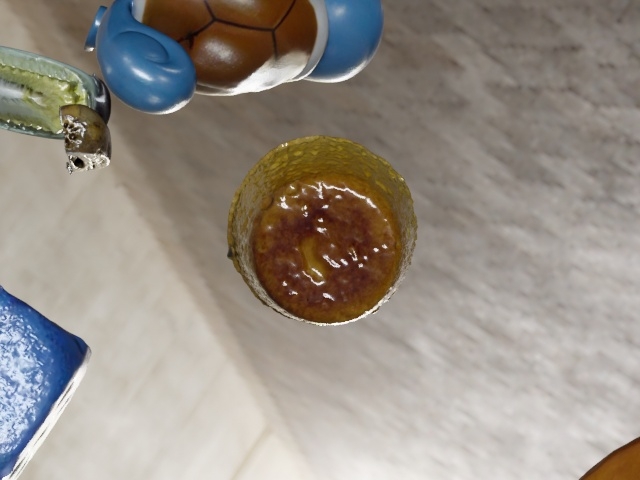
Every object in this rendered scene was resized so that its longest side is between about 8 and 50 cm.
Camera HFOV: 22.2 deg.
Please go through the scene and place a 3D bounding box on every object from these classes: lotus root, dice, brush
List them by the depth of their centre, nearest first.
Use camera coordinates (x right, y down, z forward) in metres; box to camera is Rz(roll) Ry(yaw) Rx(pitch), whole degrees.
[{"bbox_3d":[-0.147,-0.065,1.025,0.030,0.037,0.083,-6,173,-8],"label":"lotus root"},{"bbox_3d":[-0.262,0.102,1.196,0.146,0.146,0.143,33,169,-3],"label":"dice"},{"bbox_3d":[-0.319,-0.137,1.344,0.296,0.068,0.060,14,-169,10],"label":"brush"}]

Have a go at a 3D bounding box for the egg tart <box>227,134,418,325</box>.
[{"bbox_3d":[0.000,0.000,1.635,0.202,0.202,0.147,35,-171,-4],"label":"egg tart"}]

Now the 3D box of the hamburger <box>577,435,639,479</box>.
[{"bbox_3d":[0.338,0.276,1.309,0.291,0.291,0.225,26,-172,34],"label":"hamburger"}]

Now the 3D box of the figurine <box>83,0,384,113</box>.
[{"bbox_3d":[-0.116,-0.267,1.847,0.243,0.298,0.416,41,-143,26],"label":"figurine"}]
